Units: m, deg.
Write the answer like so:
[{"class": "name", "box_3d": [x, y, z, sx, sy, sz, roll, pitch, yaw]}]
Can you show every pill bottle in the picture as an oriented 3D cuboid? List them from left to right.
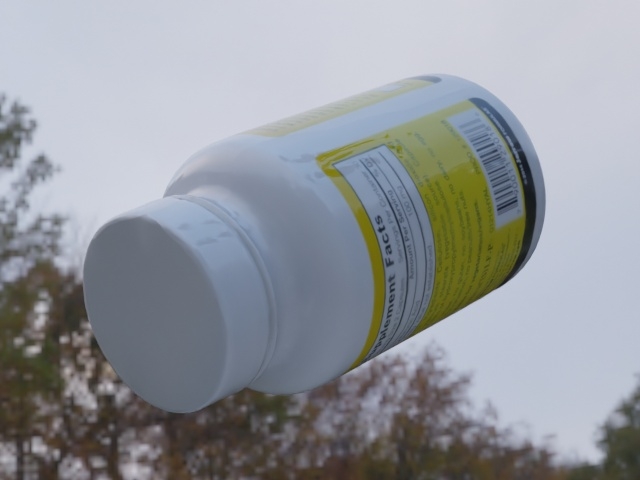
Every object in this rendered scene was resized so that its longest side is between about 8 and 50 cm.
[{"class": "pill bottle", "box_3d": [0.000, 0.000, 0.357, 0.116, 0.065, 0.065, -23, -10, -45]}]
